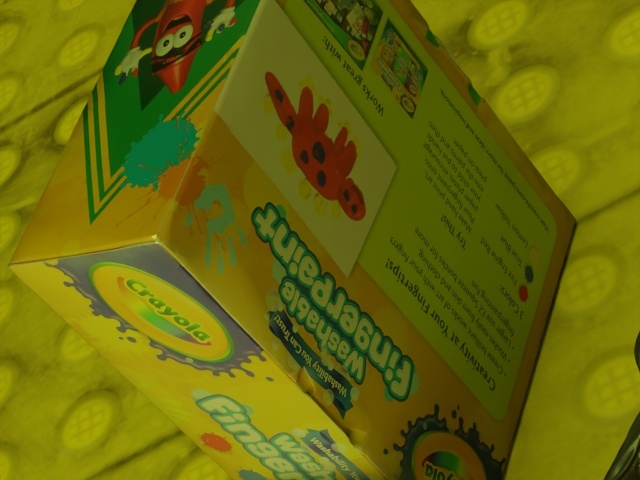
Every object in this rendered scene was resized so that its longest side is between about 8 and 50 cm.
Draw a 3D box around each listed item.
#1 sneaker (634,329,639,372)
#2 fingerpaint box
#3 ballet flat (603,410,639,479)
[{"bbox_3d":[0.373,0.017,1.486,0.330,0.122,0.146,-28,25,-10],"label":"sneaker"},{"bbox_3d":[0.000,0.000,1.558,0.163,0.445,0.371,-9,48,37],"label":"fingerpaint box"},{"bbox_3d":[0.242,0.198,1.466,0.074,0.074,0.203,10,64,46],"label":"ballet flat"}]
